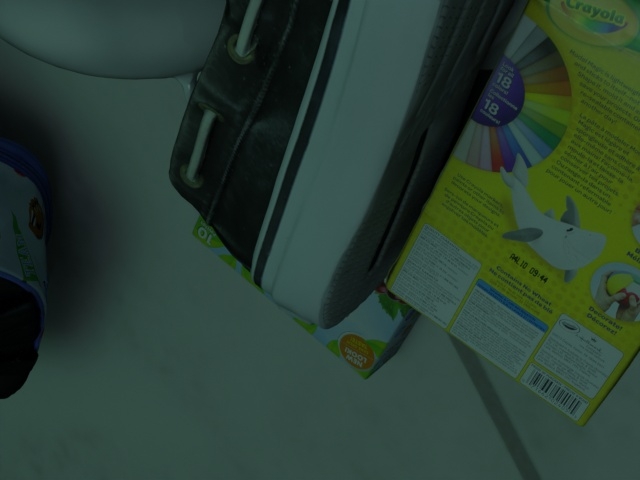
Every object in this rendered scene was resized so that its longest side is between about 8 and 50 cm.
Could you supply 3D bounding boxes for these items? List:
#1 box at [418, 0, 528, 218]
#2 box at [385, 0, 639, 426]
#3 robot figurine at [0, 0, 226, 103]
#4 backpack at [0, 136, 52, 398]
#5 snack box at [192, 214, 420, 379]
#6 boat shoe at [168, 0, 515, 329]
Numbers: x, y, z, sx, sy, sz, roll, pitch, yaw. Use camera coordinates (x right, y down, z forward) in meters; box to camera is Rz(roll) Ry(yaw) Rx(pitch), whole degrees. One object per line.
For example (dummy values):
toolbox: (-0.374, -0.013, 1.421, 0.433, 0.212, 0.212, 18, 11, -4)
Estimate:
box: (0.091, -0.142, 0.621, 0.165, 0.143, 0.270, 16, 124, 30)
box: (0.104, -0.022, 0.556, 0.105, 0.043, 0.179, 36, 133, 12)
robot figurine: (-0.092, -0.227, 0.677, 0.300, 0.200, 0.353, -124, 28, -58)
backpack: (-0.309, 0.008, 0.953, 0.263, 0.213, 0.276, 12, 152, -13)
snack box: (0.000, 0.000, 0.846, 0.141, 0.037, 0.100, 39, 134, 14)
boat shoe: (0.006, -0.102, 0.524, 0.119, 0.121, 0.335, 33, 133, 12)
